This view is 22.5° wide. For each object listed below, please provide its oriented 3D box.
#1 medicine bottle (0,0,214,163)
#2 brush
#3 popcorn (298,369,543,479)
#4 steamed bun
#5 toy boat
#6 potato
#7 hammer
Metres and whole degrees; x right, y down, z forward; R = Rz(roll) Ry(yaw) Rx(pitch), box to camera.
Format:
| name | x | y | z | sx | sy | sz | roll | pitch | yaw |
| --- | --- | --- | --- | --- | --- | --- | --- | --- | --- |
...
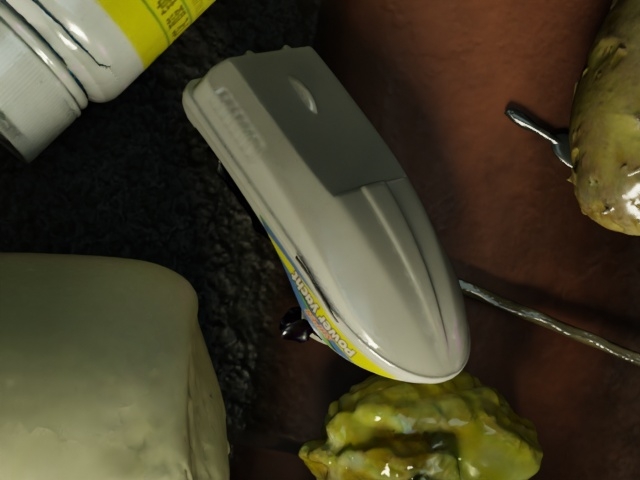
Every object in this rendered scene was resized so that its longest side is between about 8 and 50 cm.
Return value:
| name | x | y | z | sx | sy | sz | roll | pitch | yaw |
| --- | --- | --- | --- | --- | --- | --- | --- | --- | --- |
| medicine bottle | -0.160 | -0.186 | 1.137 | 0.258 | 0.143 | 0.143 | -45 | 92 | -9 |
| brush | 0.178 | -0.079 | 1.242 | 0.083 | 0.008 | 0.024 | 31 | 83 | -4 |
| popcorn | 0.075 | 0.174 | 1.149 | 0.173 | 0.142 | 0.173 | 11 | 67 | -27 |
| steamed bun | -0.237 | 0.232 | 1.013 | 0.371 | 0.290 | 0.456 | -1 | 85 | -7 |
| toy boat | 0.001 | -0.008 | 1.147 | 0.141 | 0.141 | 0.269 | -23 | 82 | -10 |
| potato | 0.286 | -0.131 | 1.180 | 0.141 | 0.191 | 0.296 | 41 | 80 | -35 |
| hammer | 0.161 | 0.057 | 1.212 | 0.292 | 0.058 | 0.029 | 22 | 77 | -1 |
